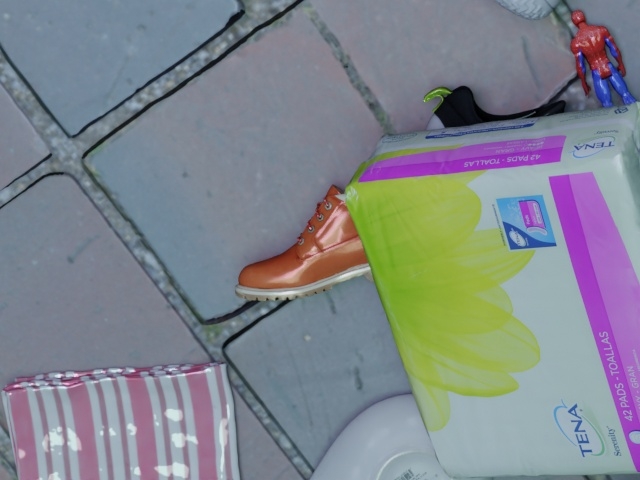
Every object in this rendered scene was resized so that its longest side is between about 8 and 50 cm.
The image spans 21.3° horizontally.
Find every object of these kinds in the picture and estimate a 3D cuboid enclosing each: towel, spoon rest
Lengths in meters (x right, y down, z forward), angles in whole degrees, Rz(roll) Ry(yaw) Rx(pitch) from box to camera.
[{"bbox_3d":[-0.168,0.181,1.457,0.197,0.029,0.144,-5,105,5],"label":"towel"},{"bbox_3d":[0.021,0.237,1.444,0.276,0.084,0.137,-35,101,-1],"label":"spoon rest"}]

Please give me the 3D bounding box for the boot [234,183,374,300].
[{"bbox_3d":[0.000,0.000,1.386,0.158,0.059,0.084,-16,100,0],"label":"boot"}]

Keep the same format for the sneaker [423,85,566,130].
[{"bbox_3d":[0.188,-0.059,1.339,0.235,0.084,0.097,19,104,-1],"label":"sneaker"}]

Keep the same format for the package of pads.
[{"bbox_3d":[0.162,0.049,1.296,0.229,0.101,0.296,-6,121,28],"label":"package of pads"}]

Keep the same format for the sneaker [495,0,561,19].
[{"bbox_3d":[0.093,-0.349,1.246,0.366,0.137,0.210,40,103,-12],"label":"sneaker"}]

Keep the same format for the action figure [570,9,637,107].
[{"bbox_3d":[0.225,-0.129,1.346,0.038,0.030,0.115,-24,97,4],"label":"action figure"}]
